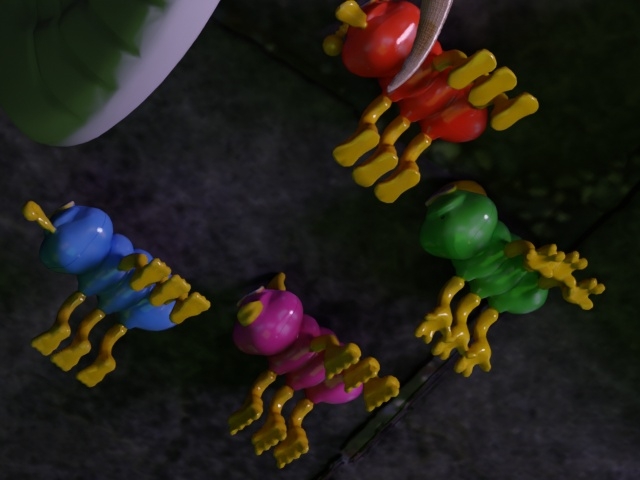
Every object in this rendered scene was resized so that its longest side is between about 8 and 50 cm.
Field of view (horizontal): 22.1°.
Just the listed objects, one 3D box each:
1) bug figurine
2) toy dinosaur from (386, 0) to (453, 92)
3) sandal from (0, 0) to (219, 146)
[{"bbox_3d":[0.000,0.000,0.817,0.279,0.072,0.216,-31,123,21],"label":"bug figurine"},{"bbox_3d":[0.065,-0.158,0.698,0.093,0.053,0.183,0,104,9],"label":"toy dinosaur"},{"bbox_3d":[-0.011,-0.185,0.642,0.102,0.169,0.416,12,132,-33],"label":"sandal"}]
